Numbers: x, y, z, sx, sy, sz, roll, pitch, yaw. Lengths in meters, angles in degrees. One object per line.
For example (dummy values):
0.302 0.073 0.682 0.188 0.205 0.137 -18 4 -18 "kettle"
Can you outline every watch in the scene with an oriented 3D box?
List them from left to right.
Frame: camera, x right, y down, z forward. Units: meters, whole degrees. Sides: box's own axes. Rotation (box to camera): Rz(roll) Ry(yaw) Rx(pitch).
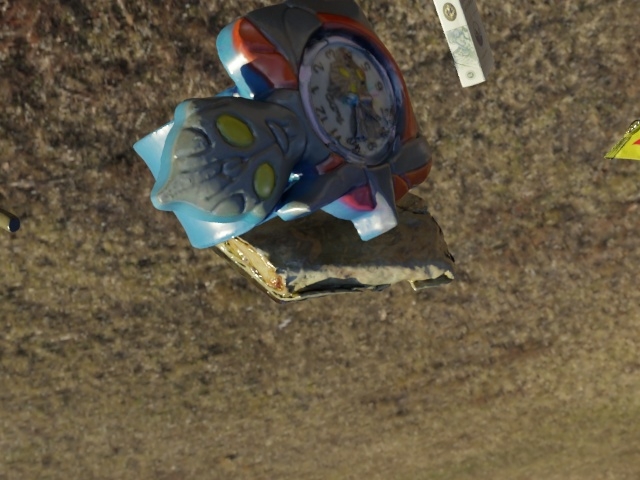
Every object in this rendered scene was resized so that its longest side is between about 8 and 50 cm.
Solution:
-0.073 -0.084 0.791 0.305 0.241 0.274 -34 -168 -35 "watch"

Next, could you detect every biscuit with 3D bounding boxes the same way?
0.386 -0.084 0.732 0.291 0.026 0.048 2 136 -27 "biscuit"

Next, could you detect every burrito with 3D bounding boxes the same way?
0.000 0.008 1.028 0.347 0.175 0.107 -4 126 -4 "burrito"

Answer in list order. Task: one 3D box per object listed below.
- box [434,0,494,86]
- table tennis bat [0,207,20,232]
0.129 -0.186 0.688 0.024 0.054 0.083 -12 115 27 "box"
-0.583 -0.064 1.298 0.022 0.234 0.131 -14 123 -54 "table tennis bat"
